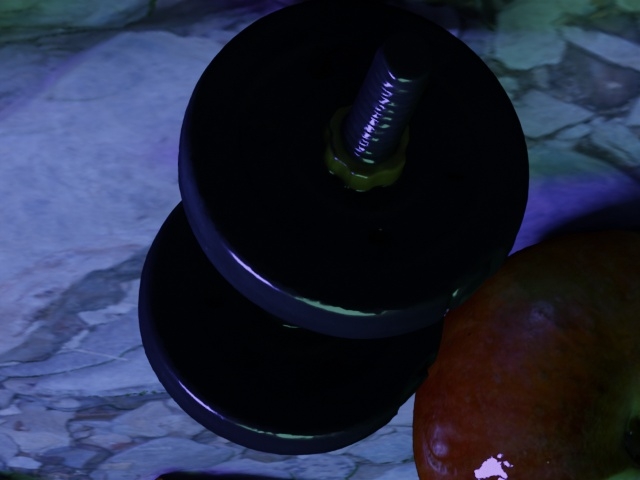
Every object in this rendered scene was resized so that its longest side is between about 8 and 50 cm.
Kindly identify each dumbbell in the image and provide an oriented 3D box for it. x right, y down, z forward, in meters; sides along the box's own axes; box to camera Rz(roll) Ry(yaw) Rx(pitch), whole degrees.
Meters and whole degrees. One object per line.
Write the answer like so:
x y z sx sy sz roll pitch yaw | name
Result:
0.000 0.000 0.863 0.143 0.143 0.325 4 155 -10 | dumbbell

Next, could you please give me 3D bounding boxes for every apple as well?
0.134 0.078 1.008 0.195 0.160 0.173 -40 170 -5 | apple

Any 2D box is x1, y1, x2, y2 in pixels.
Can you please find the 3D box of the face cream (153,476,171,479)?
-0.035 0.202 1.408 0.182 0.051 0.072 12 156 -23 | face cream
